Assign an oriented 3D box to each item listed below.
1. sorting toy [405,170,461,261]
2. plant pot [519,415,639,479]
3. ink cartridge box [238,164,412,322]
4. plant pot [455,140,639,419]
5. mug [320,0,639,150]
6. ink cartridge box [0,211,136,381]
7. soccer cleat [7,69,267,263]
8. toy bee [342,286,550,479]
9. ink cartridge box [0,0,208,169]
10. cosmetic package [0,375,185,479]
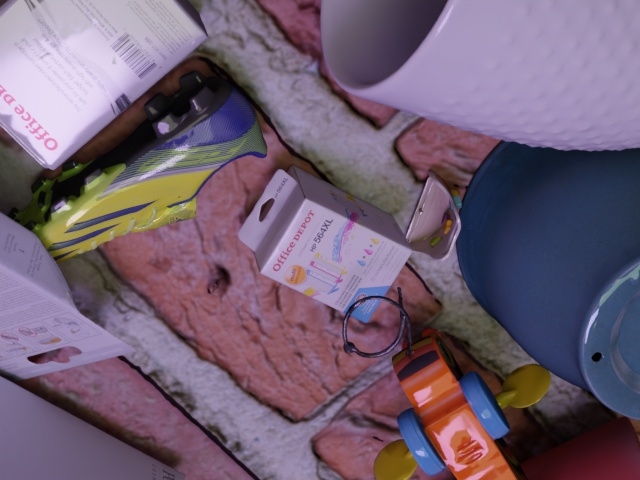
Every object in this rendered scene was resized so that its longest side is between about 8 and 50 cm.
[{"bbox_3d":[0.122,-0.015,1.304,0.044,0.075,0.083,14,111,-16],"label":"sorting toy"},{"bbox_3d":[0.260,0.355,1.409,0.243,0.275,0.275,-18,116,7],"label":"plant pot"},{"bbox_3d":[0.000,0.000,1.279,0.143,0.090,0.092,25,107,-21],"label":"ink cartridge box"},{"bbox_3d":[0.295,0.033,1.260,0.271,0.255,0.272,-4,114,-9],"label":"plant pot"},{"bbox_3d":[0.225,-0.256,1.105,0.328,0.276,0.374,14,113,-25],"label":"mug"},{"bbox_3d":[-0.312,0.048,1.219,0.189,0.066,0.232,-15,145,36],"label":"ink cartridge box"},{"bbox_3d":[-0.179,-0.039,1.227,0.289,0.093,0.121,-35,122,6],"label":"soccer cleat"},{"bbox_3d":[0.136,0.155,1.321,0.195,0.162,0.298,-11,107,4],"label":"toy bee"},{"bbox_3d":[-0.218,-0.180,1.160,0.190,0.082,0.139,-39,115,9],"label":"ink cartridge box"},{"bbox_3d":[-0.327,0.257,1.253,0.385,0.217,0.156,30,115,-23],"label":"cosmetic package"}]
